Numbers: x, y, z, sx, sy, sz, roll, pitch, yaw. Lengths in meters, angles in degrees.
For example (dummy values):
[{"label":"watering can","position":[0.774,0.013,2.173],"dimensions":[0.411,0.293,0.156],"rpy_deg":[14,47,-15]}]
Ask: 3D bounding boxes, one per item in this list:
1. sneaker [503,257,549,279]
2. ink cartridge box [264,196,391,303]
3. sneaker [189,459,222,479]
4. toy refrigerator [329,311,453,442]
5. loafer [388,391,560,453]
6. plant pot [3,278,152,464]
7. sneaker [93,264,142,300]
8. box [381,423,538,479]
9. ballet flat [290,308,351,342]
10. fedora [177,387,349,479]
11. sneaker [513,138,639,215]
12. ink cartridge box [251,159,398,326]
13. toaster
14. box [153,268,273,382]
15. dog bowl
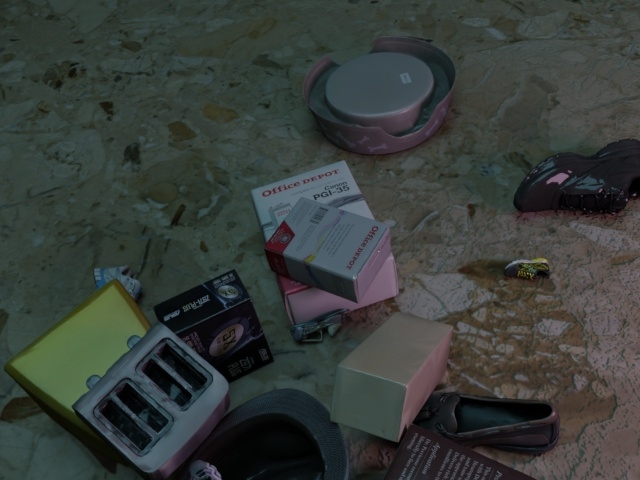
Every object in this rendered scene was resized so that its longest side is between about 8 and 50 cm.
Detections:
[{"label":"sneaker","position":[0.372,0.054,1.211],"dimensions":[0.083,0.031,0.035],"rpy_deg":[-12,48,1]},{"label":"ink cartridge box","position":[0.015,0.015,1.132],"dimensions":[0.175,0.072,0.127],"rpy_deg":[20,56,25]},{"label":"sneaker","position":[-0.155,0.321,0.896],"dimensions":[0.038,0.069,0.098],"rpy_deg":[-45,50,-13]},{"label":"toy refrigerator","position":[0.114,0.196,1.006],"dimensions":[0.102,0.094,0.269],"rpy_deg":[12,15,21]},{"label":"loafer","position":[0.222,0.264,1.016],"dimensions":[0.267,0.084,0.096],"rpy_deg":[-1,48,10]},{"label":"plant pot","position":[-0.334,0.232,1.089],"dimensions":[0.187,0.212,0.212],"rpy_deg":[38,64,22]},{"label":"sneaker","position":[-0.381,0.111,1.290],"dimensions":[0.082,0.071,0.191],"rpy_deg":[-17,47,-12]},{"label":"box","position":[0.174,0.379,0.867],"dimensions":[0.203,0.167,0.168],"rpy_deg":[20,55,26]},{"label":"ballet flat","position":[0.005,0.156,1.196],"dimensions":[0.114,0.041,0.041],"rpy_deg":[-18,47,-5]},{"label":"fedora","position":[-0.071,0.360,0.959],"dimensions":[0.275,0.124,0.243],"rpy_deg":[-42,50,-10]},{"label":"sneaker","position":[0.511,-0.102,1.280],"dimensions":[0.286,0.109,0.130],"rpy_deg":[-18,54,-2]},{"label":"ink cartridge box","position":[0.000,0.000,1.276],"dimensions":[0.207,0.117,0.283],"rpy_deg":[-19,48,-5]},{"label":"toaster","position":[-0.228,0.232,0.941],"dimensions":[0.185,0.110,0.168],"rpy_deg":[39,65,11]},{"label":"box","position":[-0.174,0.158,1.127],"dimensions":[0.147,0.180,0.077],"rpy_deg":[-25,47,-12]},{"label":"dog bowl","position":[0.138,-0.335,1.562],"dimensions":[0.348,0.102,0.349],"rpy_deg":[-6,48,6]}]
